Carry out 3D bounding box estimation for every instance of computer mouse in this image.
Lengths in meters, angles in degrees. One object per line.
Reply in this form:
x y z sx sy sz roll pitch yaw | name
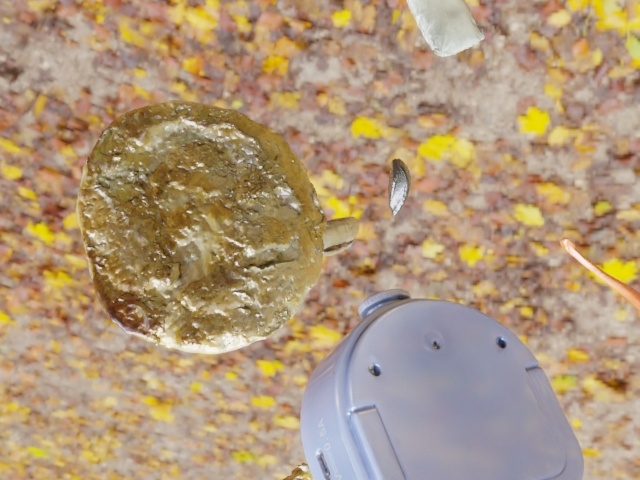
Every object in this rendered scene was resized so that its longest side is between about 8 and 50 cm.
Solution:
0.171 -0.114 2.155 0.047 0.079 0.135 4 116 -2 | computer mouse

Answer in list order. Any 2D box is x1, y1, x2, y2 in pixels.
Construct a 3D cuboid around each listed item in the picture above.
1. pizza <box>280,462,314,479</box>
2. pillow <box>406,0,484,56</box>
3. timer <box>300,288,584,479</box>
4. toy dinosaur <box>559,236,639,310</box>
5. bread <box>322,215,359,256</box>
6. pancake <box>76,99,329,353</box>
0.085 0.400 1.531 0.288 0.251 0.074 -28 180 -8 | pizza
0.218 -0.456 1.881 0.128 0.229 0.051 -20 170 -31 | pillow
0.150 0.250 1.396 0.395 0.394 0.173 21 141 -16 | timer
0.318 0.081 0.885 0.055 0.279 0.101 -40 158 -2 | toy dinosaur
-0.001 0.000 1.460 0.073 0.053 0.214 -20 177 31 | bread
-0.154 -0.020 1.327 0.356 0.356 0.065 15 160 -7 | pancake
